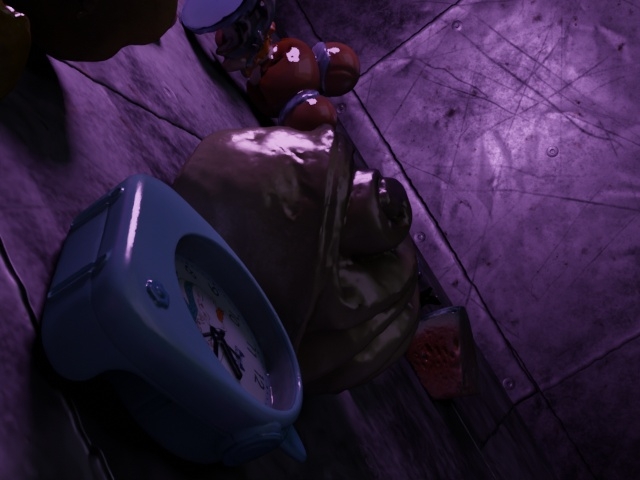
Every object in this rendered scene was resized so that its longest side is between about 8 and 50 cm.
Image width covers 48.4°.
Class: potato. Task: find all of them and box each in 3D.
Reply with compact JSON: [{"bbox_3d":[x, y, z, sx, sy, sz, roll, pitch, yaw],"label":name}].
[{"bbox_3d":[-0.280,-0.321,0.742,0.296,0.191,0.141,52,0,-22],"label":"potato"}]

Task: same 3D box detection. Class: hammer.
[{"bbox_3d":[0.111,0.169,1.268,0.044,0.152,0.427,61,23,1],"label":"hammer"}]

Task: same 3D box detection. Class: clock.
[{"bbox_3d":[-0.106,0.089,0.619,0.274,0.094,0.224,52,13,-29],"label":"clock"}]

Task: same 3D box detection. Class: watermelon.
[{"bbox_3d":[0.277,0.284,1.619,0.226,0.148,0.318,-83,156,-45],"label":"watermelon"}]

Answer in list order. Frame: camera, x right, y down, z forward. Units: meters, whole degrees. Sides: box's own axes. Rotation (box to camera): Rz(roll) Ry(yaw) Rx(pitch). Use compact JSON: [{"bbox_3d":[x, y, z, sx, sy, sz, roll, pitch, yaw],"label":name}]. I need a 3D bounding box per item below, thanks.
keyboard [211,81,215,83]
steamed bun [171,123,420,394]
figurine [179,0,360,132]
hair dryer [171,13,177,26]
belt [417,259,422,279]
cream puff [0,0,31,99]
[{"bbox_3d":[-0.109,-0.087,1.206,0.381,0.041,0.103,61,10,-10],"label":"keyboard"},{"bbox_3d":[0.000,0.000,0.890,0.352,0.247,0.339,52,11,0],"label":"steamed bun"},{"bbox_3d":[-0.099,-0.419,1.602,0.248,0.277,0.388,11,-25,36],"label":"figurine"},{"bbox_3d":[-0.299,-0.444,1.115,0.352,0.210,0.125,88,-24,-63],"label":"hair dryer"},{"bbox_3d":[0.166,0.073,1.625,0.122,0.128,0.218,54,14,-16],"label":"belt"},{"bbox_3d":[-0.260,-0.138,0.422,0.195,0.194,0.221,46,21,-42],"label":"cream puff"}]
